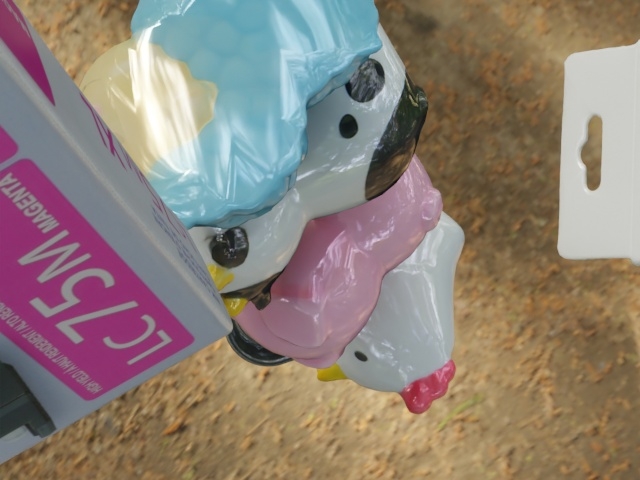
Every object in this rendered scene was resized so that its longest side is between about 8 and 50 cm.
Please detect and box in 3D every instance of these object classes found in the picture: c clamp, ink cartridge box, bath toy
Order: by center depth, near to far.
[{"bbox_3d":[-0.198,0.046,0.401,0.311,0.186,0.065,-28,56,3],"label":"ink cartridge box"},{"bbox_3d":[0.000,0.000,0.677,0.151,0.348,0.129,-21,65,7],"label":"bath toy"},{"bbox_3d":[-0.011,0.022,1.045,0.161,0.022,0.137,-25,104,3],"label":"c clamp"},{"bbox_3d":[0.386,-0.075,1.158,0.119,0.354,0.207,8,83,-49],"label":"ink cartridge box"}]
